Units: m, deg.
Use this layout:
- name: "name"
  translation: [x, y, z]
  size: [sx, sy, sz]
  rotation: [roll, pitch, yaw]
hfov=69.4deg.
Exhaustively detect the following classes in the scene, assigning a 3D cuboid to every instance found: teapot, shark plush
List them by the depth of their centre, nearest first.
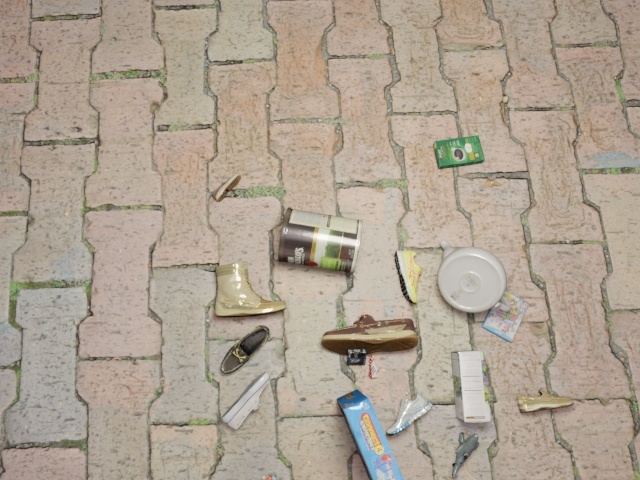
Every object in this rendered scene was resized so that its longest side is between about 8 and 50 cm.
- name: "shark plush"
  translation: [0.490, 0.733, 1.597]
  size: [0.073, 0.067, 0.161]
  rotation: [44, 80, 8]
- name: "teapot"
  translation: [0.556, 0.134, 1.679]
  size: [0.253, 0.187, 0.255]
  rotation: [0, 100, 24]

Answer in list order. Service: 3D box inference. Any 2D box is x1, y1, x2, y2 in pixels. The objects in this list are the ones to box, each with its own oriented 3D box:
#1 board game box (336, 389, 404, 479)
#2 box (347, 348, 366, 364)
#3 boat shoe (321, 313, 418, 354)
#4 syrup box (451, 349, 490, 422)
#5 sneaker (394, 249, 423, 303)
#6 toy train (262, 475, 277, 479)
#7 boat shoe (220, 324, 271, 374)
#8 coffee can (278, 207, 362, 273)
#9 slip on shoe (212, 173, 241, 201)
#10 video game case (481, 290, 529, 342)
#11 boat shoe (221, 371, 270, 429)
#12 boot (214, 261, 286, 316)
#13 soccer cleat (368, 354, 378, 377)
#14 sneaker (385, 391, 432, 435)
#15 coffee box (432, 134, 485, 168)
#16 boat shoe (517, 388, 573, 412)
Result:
- name: "board game box"
  translation: [0.159, 0.652, 1.489]
  size: [0.086, 0.308, 0.301]
  rotation: [-23, 79, -7]
- name: "box"
  translation: [0.130, 0.417, 1.656]
  size: [0.067, 0.083, 0.018]
  rotation: [0, 45, -1]
- name: "boat shoe"
  translation: [0.174, 0.331, 1.672]
  size: [0.343, 0.123, 0.123]
  rotation: [-6, 48, 5]
- name: "syrup box"
  translation: [0.529, 0.511, 1.634]
  size: [0.097, 0.093, 0.236]
  rotation: [-2, 78, -2]
- name: "sneaker"
  translation: [0.342, 0.130, 1.722]
  size: [0.094, 0.081, 0.208]
  rotation: [-9, 77, -5]
- name: "toy train"
  translation: [-0.194, 0.886, 1.567]
  size: [0.166, 0.046, 0.125]
  rotation: [-42, 80, -12]
- name: "boat shoe"
  translation: [-0.275, 0.391, 1.660]
  size: [0.081, 0.068, 0.228]
  rotation: [44, 80, 8]
- name: "coffee can"
  translation: [0.000, 0.000, 1.683]
  size: [0.276, 0.201, 0.201]
  rotation: [9, 78, 1]
- name: "slip on shoe"
  translation: [-0.368, -0.213, 1.806]
  size: [0.041, 0.051, 0.135]
  rotation: [38, 86, 19]
- name: "video game case"
  translation: [0.691, 0.278, 1.727]
  size: [0.119, 0.015, 0.166]
  rotation: [29, 79, 5]
- name: "boat shoe"
  translation: [-0.245, 0.564, 1.627]
  size: [0.076, 0.083, 0.226]
  rotation: [43, 92, -4]
- name: "boot"
  translation: [-0.258, 0.176, 1.699]
  size: [0.262, 0.095, 0.203]
  rotation: [-4, 76, 3]
- name: "soccer cleat"
  translation: [0.193, 0.457, 1.676]
  size: [0.036, 0.029, 0.083]
  rotation: [4, 81, -9]
- name: "sneaker"
  translation: [0.296, 0.607, 1.629]
  size: [0.191, 0.071, 0.083]
  rotation: [-33, 74, -16]
- name: "coffee box"
  translation: [0.552, -0.353, 1.851]
  size: [0.184, 0.040, 0.113]
  rotation: [-10, 77, -3]
- name: "boat shoe"
  translation: [0.797, 0.564, 1.643]
  size: [0.190, 0.068, 0.072]
  rotation: [-7, 66, -2]
